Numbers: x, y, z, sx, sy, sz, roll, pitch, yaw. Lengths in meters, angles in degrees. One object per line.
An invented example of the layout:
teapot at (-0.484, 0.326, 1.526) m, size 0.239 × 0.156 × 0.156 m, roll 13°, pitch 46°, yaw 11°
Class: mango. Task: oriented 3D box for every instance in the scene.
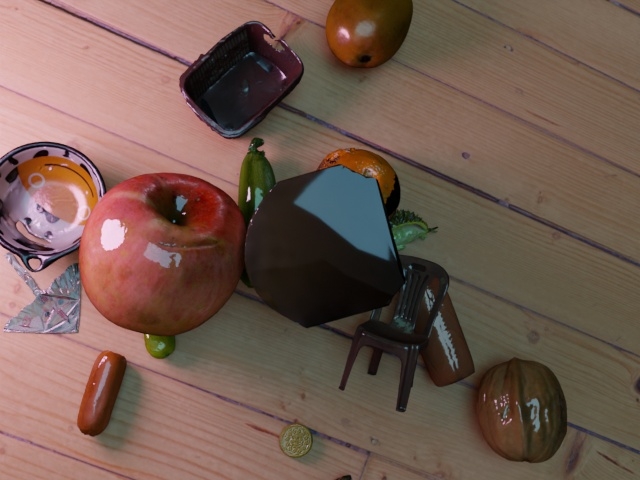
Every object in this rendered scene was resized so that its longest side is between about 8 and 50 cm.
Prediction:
mango at (-0.388, 0.230, 1.630) m, size 0.073 × 0.056 × 0.108 m, roll -21°, pitch 84°, yaw -20°
mango at (0.136, -0.595, 1.807) m, size 0.211 × 0.173 × 0.317 m, roll 24°, pitch 66°, yaw -2°

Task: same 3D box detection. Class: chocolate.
chocolate at (0.000, 0.000, 1.528) m, size 0.326 × 0.297 × 0.314 m, roll -17°, pitch 97°, yaw 6°

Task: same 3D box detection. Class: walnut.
walnut at (0.505, 0.425, 1.714) m, size 0.225 × 0.225 × 0.261 m, roll -2°, pitch 77°, yaw -12°

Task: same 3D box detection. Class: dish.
dish at (-0.636, -0.080, 1.588) m, size 0.303 × 0.120 × 0.303 m, roll 2°, pitch 80°, yaw -10°

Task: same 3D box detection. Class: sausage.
sausage at (-0.508, 0.354, 1.578) m, size 0.076 × 0.076 × 0.198 m, roll 17°, pitch 80°, yaw -9°
sausage at (0.294, 0.219, 1.744) m, size 0.121 × 0.121 × 0.304 m, roll -19°, pitch 84°, yaw -14°

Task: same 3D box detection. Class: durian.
durian at (0.214, -0.029, 1.799) m, size 0.215 × 0.086 × 0.100 m, roll -19°, pitch 120°, yaw -11°

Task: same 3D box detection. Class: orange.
orange at (0.091, -0.126, 1.723) m, size 0.234 × 0.182 × 0.234 m, roll 6°, pitch 63°, yaw -12°

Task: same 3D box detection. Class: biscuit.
biscuit at (-0.061, 0.493, 1.677) m, size 0.084 × 0.023 × 0.084 m, roll 2°, pitch 81°, yaw -12°

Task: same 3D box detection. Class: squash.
squash at (-0.160, -0.070, 1.702) m, size 0.101 × 0.101 × 0.379 m, roll 1°, pitch 80°, yaw -12°

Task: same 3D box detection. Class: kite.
kite at (-0.664, 0.128, 1.611) m, size 0.229 × 0.012 × 0.250 m, roll -43°, pitch 91°, yaw -15°

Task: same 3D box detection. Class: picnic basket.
picnic basket at (-0.204, -0.390, 1.722) m, size 0.222 × 0.129 × 0.297 m, roll 44°, pitch 75°, yaw -1°

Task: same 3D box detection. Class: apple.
apple at (-0.348, 0.039, 1.517) m, size 0.363 × 0.364 × 0.364 m, roll 2°, pitch 82°, yaw -12°

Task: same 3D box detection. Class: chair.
chair at (0.183, 0.209, 1.627) m, size 0.175 × 0.183 × 0.327 m, roll 15°, pitch 100°, yaw 20°

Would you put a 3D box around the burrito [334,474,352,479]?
burrito at (0.052, 0.700, 1.641) m, size 0.144 × 0.089 × 0.229 m, roll -22°, pitch 85°, yaw -12°
